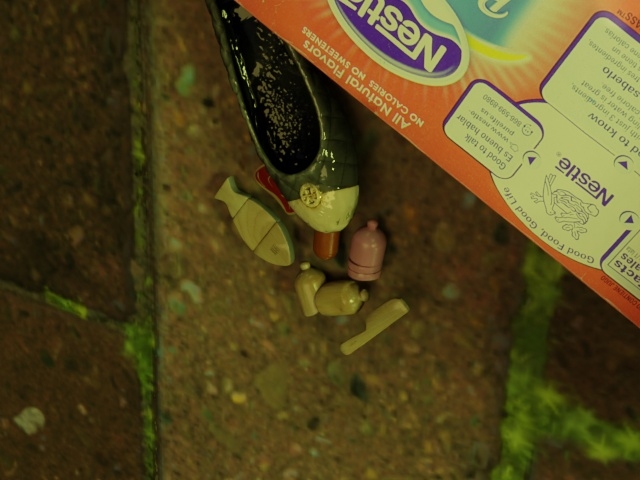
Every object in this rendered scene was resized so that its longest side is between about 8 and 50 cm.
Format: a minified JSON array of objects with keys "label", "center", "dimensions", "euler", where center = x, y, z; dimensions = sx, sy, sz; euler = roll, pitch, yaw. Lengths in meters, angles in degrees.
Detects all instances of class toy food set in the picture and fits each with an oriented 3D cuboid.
[{"label":"toy food set","center":[0.000,0.000,0.676],"dimensions":[0.078,0.019,0.122],"euler":[-40,84,39]}]

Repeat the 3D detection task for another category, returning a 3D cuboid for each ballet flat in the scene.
[{"label":"ballet flat","center":[-0.028,-0.081,0.621],"dimensions":[0.057,0.049,0.173],"euler":[-16,104,30]}]

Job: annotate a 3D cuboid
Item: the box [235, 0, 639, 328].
[{"label":"box","center":[0.092,-0.117,0.476],"dimensions":[0.300,0.142,0.154],"euler":[39,128,7]}]
